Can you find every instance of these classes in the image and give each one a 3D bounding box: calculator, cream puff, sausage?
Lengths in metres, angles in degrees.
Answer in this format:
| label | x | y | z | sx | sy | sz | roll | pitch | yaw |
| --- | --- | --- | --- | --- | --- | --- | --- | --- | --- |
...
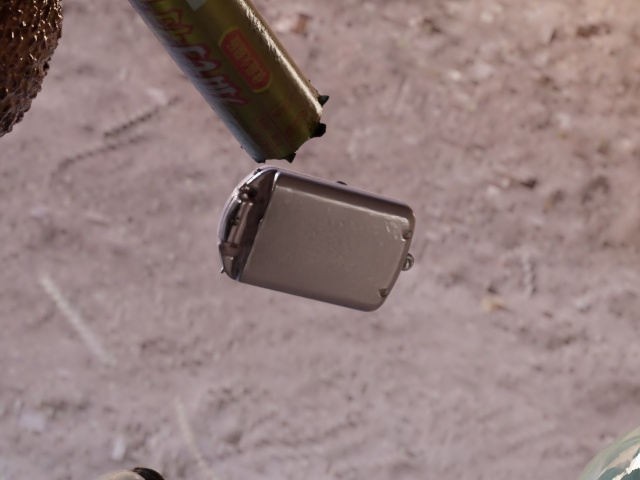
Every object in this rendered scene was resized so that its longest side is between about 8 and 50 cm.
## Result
| label | x | y | z | sx | sy | sz | roll | pitch | yaw |
| --- | --- | --- | --- | --- | --- | --- | --- | --- | --- |
| calculator | 0.000 | 0.000 | 1.533 | 0.175 | 0.100 | 0.032 | 15 | 16 | -26 |
| cream puff | -0.416 | -0.220 | 2.126 | 0.228 | 0.350 | 0.350 | 38 | 25 | -20 |
| sausage | -0.100 | -0.183 | 1.307 | 0.082 | 0.082 | 0.371 | 50 | -1 | 41 |

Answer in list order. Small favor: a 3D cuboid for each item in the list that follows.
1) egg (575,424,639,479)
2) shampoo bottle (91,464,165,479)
| label | x | y | z | sx | sy | sz | roll | pitch | yaw |
| --- | --- | --- | --- | --- | --- | --- | --- | --- | --- |
| egg | 0.305 | 0.300 | 1.567 | 0.258 | 0.352 | 0.258 | -2 | 38 | 1 |
| shampoo bottle | -0.201 | 0.253 | 1.515 | 0.078 | 0.127 | 0.257 | 36 | 34 | 8 |
